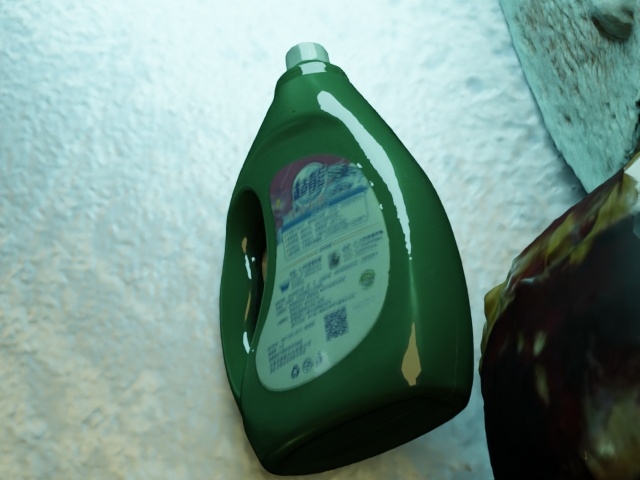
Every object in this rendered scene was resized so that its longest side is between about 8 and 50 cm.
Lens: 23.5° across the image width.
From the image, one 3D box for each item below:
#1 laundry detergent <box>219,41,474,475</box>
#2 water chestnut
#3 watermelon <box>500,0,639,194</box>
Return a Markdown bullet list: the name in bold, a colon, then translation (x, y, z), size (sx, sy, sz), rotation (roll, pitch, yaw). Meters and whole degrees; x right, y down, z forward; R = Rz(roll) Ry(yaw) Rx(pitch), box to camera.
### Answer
- **laundry detergent**: translation (0.000, 0.000, 0.747), size (0.063, 0.137, 0.210), rotation (18, 50, -43)
- **water chestnut**: translation (0.214, 0.059, 0.668), size (0.300, 0.300, 0.300), rotation (1, 74, -3)
- **watermelon**: translation (0.153, -0.125, 0.755), size (0.289, 0.320, 0.213), rotation (32, 101, 37)
